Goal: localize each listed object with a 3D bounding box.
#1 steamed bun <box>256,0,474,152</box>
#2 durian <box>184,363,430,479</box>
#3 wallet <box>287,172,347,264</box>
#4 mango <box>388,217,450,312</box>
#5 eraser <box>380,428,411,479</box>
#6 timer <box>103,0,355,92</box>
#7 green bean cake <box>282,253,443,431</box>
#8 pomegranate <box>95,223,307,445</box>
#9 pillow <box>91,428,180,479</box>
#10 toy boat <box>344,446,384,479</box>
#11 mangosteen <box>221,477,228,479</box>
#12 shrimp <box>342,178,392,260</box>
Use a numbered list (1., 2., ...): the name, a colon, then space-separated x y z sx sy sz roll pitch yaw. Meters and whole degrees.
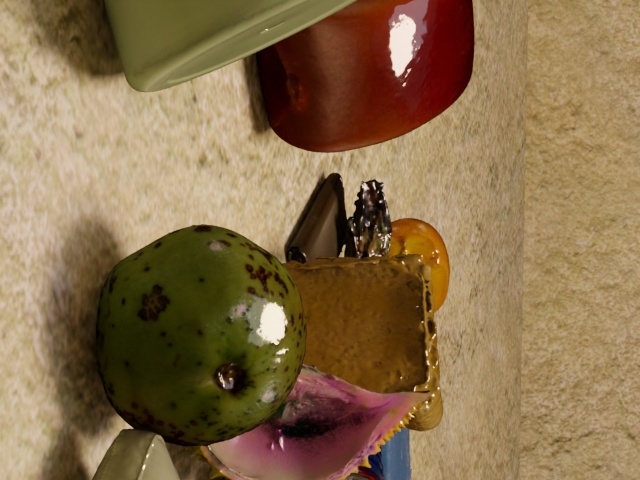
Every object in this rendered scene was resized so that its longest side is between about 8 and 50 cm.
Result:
1. steamed bun: 0.074 -0.273 1.801 0.379 0.248 0.235 -61 148 -57
2. durian: -0.050 0.200 1.537 0.186 0.260 0.154 -64 -170 -23
3. wallet: 0.000 0.000 1.943 0.198 0.031 0.110 -65 151 -52
4. mango: 0.148 0.049 2.256 0.252 0.126 0.154 66 10 -70
5. eraser: 0.115 0.387 2.311 0.144 0.043 0.312 -20 111 -71
6. timer: -0.108 -0.337 1.293 0.315 0.291 0.291 65 21 -4
7. green bean cake: 0.038 0.134 1.740 0.131 0.224 0.229 72 16 -60
8. pomegranate: -0.126 0.085 1.357 0.248 0.214 0.214 -145 -131 -65
9. pillow: -0.167 0.360 1.305 0.322 0.120 0.255 74 25 -45
10. toy boat: 0.044 0.439 2.067 0.219 0.072 0.318 4 91 -69
11. mangosteen: -0.049 0.305 1.641 0.146 0.156 0.181 55 15 -16
12. shrimp: 0.036 0.097 1.959 0.233 0.071 0.365 -35 136 -65
